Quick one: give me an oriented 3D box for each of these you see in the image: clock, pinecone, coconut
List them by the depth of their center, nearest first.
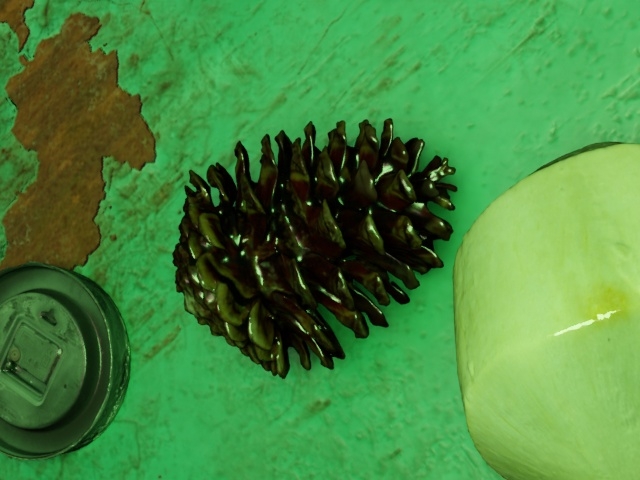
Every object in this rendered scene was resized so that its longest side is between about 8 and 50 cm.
[{"bbox_3d":[0.255,0.082,0.951,0.323,0.323,0.323,-2,84,24],"label":"coconut"},{"bbox_3d":[0.000,-0.001,1.143,0.292,0.246,0.246,-26,75,4],"label":"pinecone"},{"bbox_3d":[-0.322,0.139,1.363,0.226,0.049,0.226,-2,84,23],"label":"clock"}]
